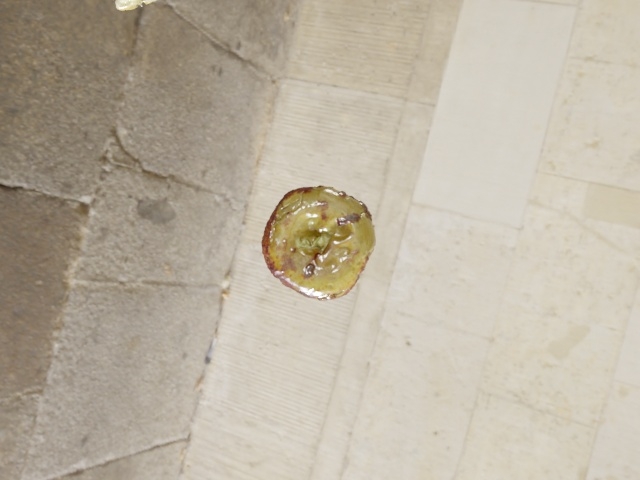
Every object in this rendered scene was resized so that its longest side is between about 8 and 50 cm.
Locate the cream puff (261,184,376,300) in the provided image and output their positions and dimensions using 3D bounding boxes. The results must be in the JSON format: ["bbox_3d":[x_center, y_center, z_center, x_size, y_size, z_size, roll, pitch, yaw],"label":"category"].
[{"bbox_3d":[0.000,0.000,0.876,0.084,0.149,0.149,-80,-178,-81],"label":"cream puff"}]

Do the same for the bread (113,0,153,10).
[{"bbox_3d":[-0.110,-0.361,0.722,0.111,0.239,0.246,50,29,-22],"label":"bread"}]
